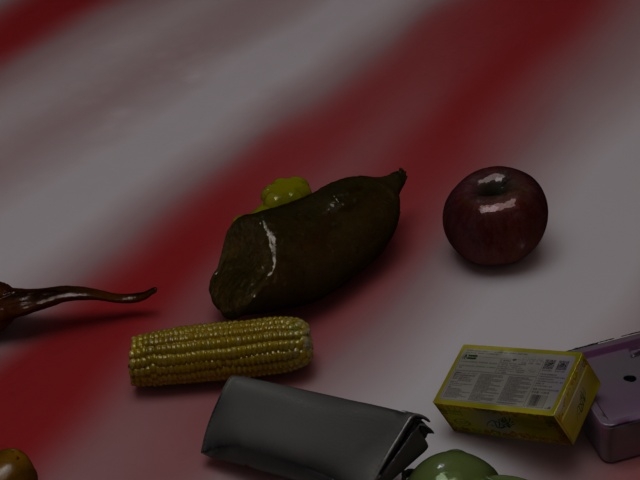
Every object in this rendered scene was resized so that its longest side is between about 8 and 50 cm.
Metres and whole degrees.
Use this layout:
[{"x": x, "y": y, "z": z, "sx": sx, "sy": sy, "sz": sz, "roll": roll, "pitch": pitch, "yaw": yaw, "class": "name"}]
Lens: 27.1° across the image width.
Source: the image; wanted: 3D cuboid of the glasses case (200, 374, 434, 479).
[{"x": -0.008, "y": 0.242, "z": 1.579, "sx": 0.308, "sy": 0.083, "sz": 0.128, "roll": 7, "pitch": 52, "yaw": 45, "class": "glasses case"}]

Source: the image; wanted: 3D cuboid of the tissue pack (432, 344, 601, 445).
[{"x": 0.235, "y": 0.183, "z": 1.593, "sx": 0.176, "sy": 0.062, "sz": 0.095, "roll": -1, "pitch": 47, "yaw": 43, "class": "tissue pack"}]

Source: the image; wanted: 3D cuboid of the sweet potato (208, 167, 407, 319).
[{"x": 0.000, "y": 0.000, "z": 1.904, "sx": 0.369, "sy": 0.158, "sz": 0.158, "roll": -22, "pitch": 36, "yaw": -32, "class": "sweet potato"}]

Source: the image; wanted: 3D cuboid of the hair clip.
[{"x": -0.075, "y": -0.054, "z": 2.079, "sx": 0.072, "sy": 0.046, "sz": 0.173, "roll": 18, "pitch": 40, "yaw": 28, "class": "hair clip"}]

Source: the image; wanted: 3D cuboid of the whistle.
[{"x": 0.193, "y": 0.310, "z": 1.431, "sx": 0.131, "sy": 0.106, "sz": 0.288, "roll": -31, "pitch": 39, "yaw": -34, "class": "whistle"}]

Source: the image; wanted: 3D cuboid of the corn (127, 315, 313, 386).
[{"x": -0.133, "y": 0.147, "z": 1.763, "sx": 0.248, "sy": 0.081, "sz": 0.081, "roll": -6, "pitch": 34, "yaw": 4, "class": "corn"}]

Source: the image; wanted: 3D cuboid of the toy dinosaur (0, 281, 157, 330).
[{"x": -0.468, "y": 0.107, "z": 1.888, "sx": 0.432, "sy": 0.097, "sz": 0.208, "roll": 10, "pitch": 28, "yaw": 18, "class": "toy dinosaur"}]

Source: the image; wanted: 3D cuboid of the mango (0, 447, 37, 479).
[{"x": -0.395, "y": 0.300, "z": 1.611, "sx": 0.080, "sy": 0.060, "sz": 0.114, "roll": 5, "pitch": 40, "yaw": 24, "class": "mango"}]

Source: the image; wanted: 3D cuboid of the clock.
[{"x": 0.406, "y": 0.180, "z": 1.617, "sx": 0.197, "sy": 0.063, "sz": 0.150, "roll": -13, "pitch": 34, "yaw": -8, "class": "clock"}]

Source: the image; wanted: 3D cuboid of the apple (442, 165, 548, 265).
[{"x": 0.251, "y": -0.031, "z": 1.912, "sx": 0.153, "sy": 0.120, "sz": 0.153, "roll": -10, "pitch": 37, "yaw": 7, "class": "apple"}]
